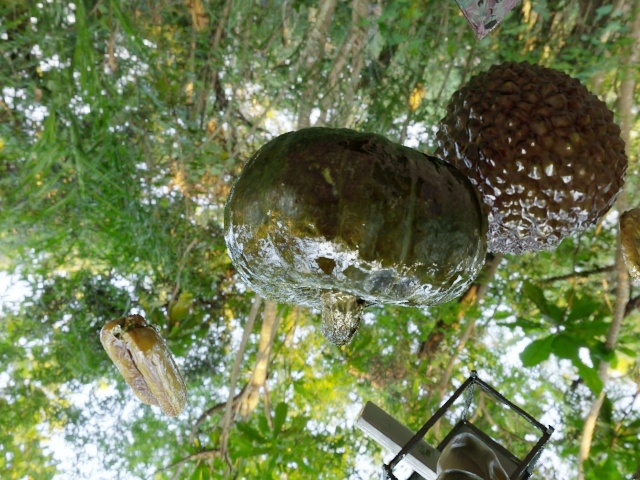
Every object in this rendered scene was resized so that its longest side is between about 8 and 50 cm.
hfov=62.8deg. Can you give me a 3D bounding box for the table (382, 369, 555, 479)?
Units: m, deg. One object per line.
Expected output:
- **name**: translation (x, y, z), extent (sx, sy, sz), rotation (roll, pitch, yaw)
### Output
- **table**: translation (0.336, 0.538, 1.229), extent (0.335, 0.272, 0.222), rotation (-37, -127, -26)

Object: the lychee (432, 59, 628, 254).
- **lychee**: translation (0.275, -0.120, 0.730), extent (0.267, 0.268, 0.267), rotation (9, -153, -4)

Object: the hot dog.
- **hot dog**: translation (-0.259, 0.191, 0.803), extent (0.100, 0.250, 0.068), rotation (21, -128, 18)

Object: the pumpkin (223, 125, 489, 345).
- **pumpkin**: translation (0.000, 0.000, 0.619), extent (0.232, 0.242, 0.324), rotation (11, 163, -41)

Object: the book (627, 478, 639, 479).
- **book**: translation (0.597, 0.437, 0.689), extent (0.373, 0.028, 0.263), rotation (-13, -118, 8)

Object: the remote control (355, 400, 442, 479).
- **remote control**: translation (0.200, 0.483, 1.252), extent (0.250, 0.034, 0.103), rotation (34, -164, 8)

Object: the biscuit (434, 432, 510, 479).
- **biscuit**: translation (0.134, 0.212, 0.290), extent (0.208, 0.047, 0.164), rotation (53, -171, 19)

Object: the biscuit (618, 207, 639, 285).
- **biscuit**: translation (0.484, 0.035, 0.712), extent (0.247, 0.029, 0.119), rotation (20, -117, -26)

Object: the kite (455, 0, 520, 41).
- **kite**: translation (0.193, -0.295, 0.572), extent (0.139, 0.157, 0.011), rotation (13, -176, 43)
